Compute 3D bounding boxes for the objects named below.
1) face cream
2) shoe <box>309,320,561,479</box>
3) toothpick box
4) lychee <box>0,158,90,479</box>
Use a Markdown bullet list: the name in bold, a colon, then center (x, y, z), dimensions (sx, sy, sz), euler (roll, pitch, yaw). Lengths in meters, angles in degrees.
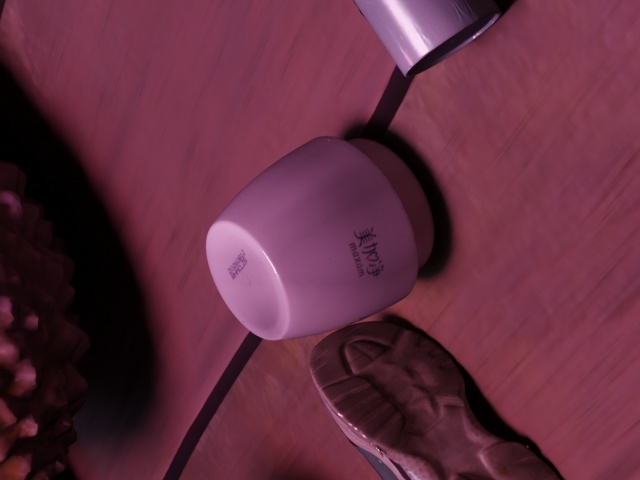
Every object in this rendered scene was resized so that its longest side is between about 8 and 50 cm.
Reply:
- **face cream**: center (0.000, 0.000, 0.838), dimensions (0.091, 0.095, 0.091), euler (37, 142, 35)
- **shoe**: center (0.054, 0.122, 0.888), dimensions (0.169, 0.071, 0.099), euler (44, 149, 21)
- **toothpick box**: center (0.034, -0.118, 0.733), dimensions (0.083, 0.052, 0.052), euler (57, 150, 5)
- **lychee**: center (-0.353, 0.052, 1.163), dimensions (0.432, 0.380, 0.380), euler (26, 136, 28)
